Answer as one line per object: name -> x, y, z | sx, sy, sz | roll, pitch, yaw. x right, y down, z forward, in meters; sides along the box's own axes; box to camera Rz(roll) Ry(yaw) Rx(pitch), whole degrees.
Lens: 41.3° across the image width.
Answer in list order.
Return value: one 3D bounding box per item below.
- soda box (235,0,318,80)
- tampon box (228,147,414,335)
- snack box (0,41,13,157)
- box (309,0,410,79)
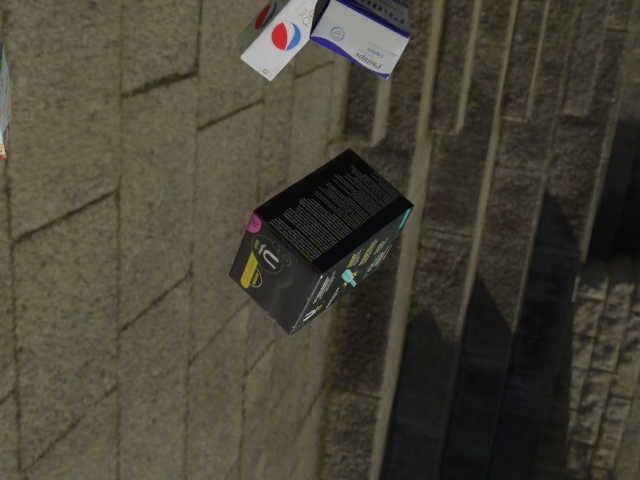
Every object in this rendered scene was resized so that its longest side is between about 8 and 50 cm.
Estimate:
soda box -> -0.038, -0.359, 1.333 | 0.216, 0.069, 0.074 | -44, -147, 21
tampon box -> 0.000, 0.000, 0.918 | 0.161, 0.101, 0.120 | -35, 161, -38
snack box -> -0.477, -0.205, 1.238 | 0.100, 0.037, 0.141 | 103, -19, -55
box -> 0.057, -0.310, 1.199 | 0.072, 0.126, 0.137 | -57, -165, 32
